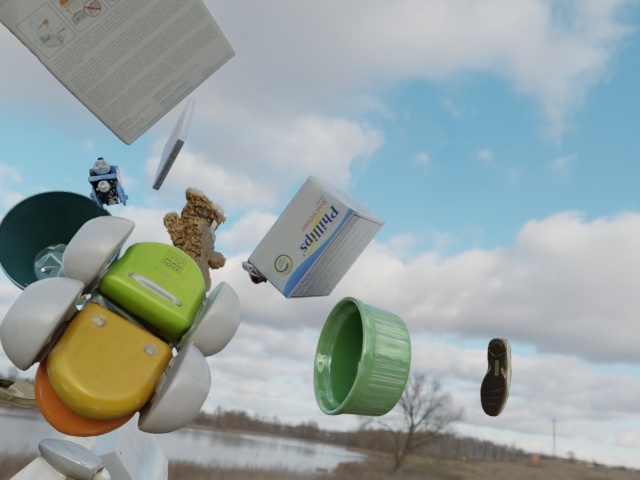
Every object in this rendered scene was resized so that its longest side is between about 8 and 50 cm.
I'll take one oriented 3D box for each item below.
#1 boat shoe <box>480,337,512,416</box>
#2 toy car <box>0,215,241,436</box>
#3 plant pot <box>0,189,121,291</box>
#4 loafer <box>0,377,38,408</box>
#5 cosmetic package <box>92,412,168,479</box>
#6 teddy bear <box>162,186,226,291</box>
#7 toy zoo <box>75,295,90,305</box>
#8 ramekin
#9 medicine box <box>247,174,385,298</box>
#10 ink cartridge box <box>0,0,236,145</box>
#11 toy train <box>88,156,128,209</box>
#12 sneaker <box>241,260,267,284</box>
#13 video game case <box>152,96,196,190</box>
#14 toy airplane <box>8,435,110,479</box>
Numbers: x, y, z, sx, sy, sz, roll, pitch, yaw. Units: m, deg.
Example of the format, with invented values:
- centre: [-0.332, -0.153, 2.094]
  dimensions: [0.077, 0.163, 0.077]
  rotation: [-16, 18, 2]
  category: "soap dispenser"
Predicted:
- centre: [0.442, 0.335, 1.357]
  dimensions: [0.068, 0.189, 0.072]
  rotation: [9, -3, 42]
  category: "boat shoe"
- centre: [-0.170, 0.083, 0.478]
  dimensions: [0.159, 0.182, 0.136]
  rotation: [34, -51, -13]
  category: "toy car"
- centre: [-0.690, 0.039, 1.475]
  dimensions: [0.290, 0.290, 0.195]
  rotation: [13, -26, -19]
  category: "plant pot"
- centre: [-0.672, 0.339, 1.239]
  dimensions: [0.148, 0.050, 0.056]
  rotation: [4, 18, -4]
  category: "loafer"
- centre: [-0.570, 0.665, 1.665]
  dimensions: [0.098, 0.284, 0.377]
  rotation: [-20, -62, -7]
  category: "cosmetic package"
- centre: [-0.382, -0.001, 1.678]
  dimensions: [0.113, 0.337, 0.245]
  rotation: [-9, -17, 25]
  category: "teddy bear"
- centre: [-0.787, 0.200, 1.724]
  dimensions: [0.193, 0.293, 0.030]
  rotation: [-7, 13, -3]
  category: "toy zoo"
- centre: [0.108, 0.309, 1.442]
  dimensions: [0.148, 0.303, 0.303]
  rotation: [16, -22, -19]
  category: "ramekin"
- centre: [0.000, 0.000, 1.403]
  dimensions: [0.149, 0.263, 0.289]
  rotation: [41, 10, 19]
  category: "medicine box"
- centre: [-0.374, -0.404, 1.033]
  dimensions: [0.091, 0.308, 0.385]
  rotation: [46, -4, 35]
  category: "ink cartridge box"
- centre: [-0.519, -0.137, 1.346]
  dimensions: [0.080, 0.105, 0.184]
  rotation: [-12, -3, -14]
  category: "toy train"
- centre: [-0.225, 0.110, 1.887]
  dimensions: [0.072, 0.077, 0.178]
  rotation: [4, -2, -22]
  category: "sneaker"
- centre: [-0.408, -0.271, 1.550]
  dimensions: [0.023, 0.212, 0.193]
  rotation: [24, -51, -22]
  category: "video game case"
- centre: [-0.573, 0.524, 1.036]
  dimensions: [0.272, 0.386, 0.384]
  rotation: [-33, -38, 21]
  category: "toy airplane"
